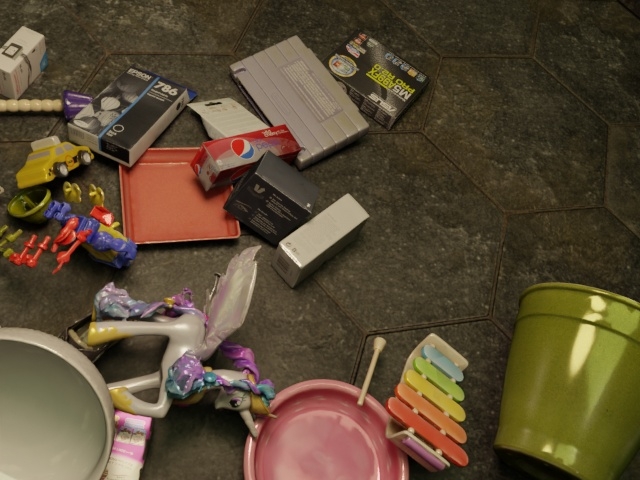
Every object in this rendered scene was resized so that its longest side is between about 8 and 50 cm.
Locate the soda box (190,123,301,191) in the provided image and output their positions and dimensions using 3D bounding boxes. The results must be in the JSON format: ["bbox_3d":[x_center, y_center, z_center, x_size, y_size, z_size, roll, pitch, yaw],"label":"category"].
[{"bbox_3d":[-0.175,-0.202,1.561,0.263,0.092,0.083,-23,74,-43],"label":"soda box"}]

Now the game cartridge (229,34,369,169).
[{"bbox_3d":[-0.056,-0.375,1.738,0.230,0.068,0.355,-28,72,-21],"label":"game cartridge"}]

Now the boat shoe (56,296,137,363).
[{"bbox_3d":[-0.478,0.210,1.282,0.103,0.092,0.285,41,59,10],"label":"boat shoe"}]

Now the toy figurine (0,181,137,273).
[{"bbox_3d":[-0.508,0.014,1.371,0.363,0.217,0.191,8,65,40],"label":"toy figurine"}]

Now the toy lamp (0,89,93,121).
[{"bbox_3d":[-0.682,-0.318,1.540,0.275,0.080,0.080,-4,62,-14],"label":"toy lamp"}]

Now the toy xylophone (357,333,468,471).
[{"bbox_3d":[0.202,0.323,1.352,0.236,0.081,0.322,34,37,-13],"label":"toy xylophone"}]

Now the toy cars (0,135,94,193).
[{"bbox_3d":[-0.671,-0.138,1.376,0.394,0.176,0.087,-28,111,-28],"label":"toy cars"}]

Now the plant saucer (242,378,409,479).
[{"bbox_3d":[0.007,0.447,1.288,0.332,0.084,0.332,7,59,-12],"label":"plant saucer"}]

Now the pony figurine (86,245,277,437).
[{"bbox_3d":[-0.254,0.191,1.246,0.364,0.303,0.351,8,69,-17],"label":"pony figurine"}]

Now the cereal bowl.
[{"bbox_3d":[-0.508,0.296,1.075,0.339,0.141,0.339,-1,100,-7],"label":"cereal bowl"}]

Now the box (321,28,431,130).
[{"bbox_3d":[0.152,-0.467,1.866,0.270,0.060,0.216,37,58,7],"label":"box"}]

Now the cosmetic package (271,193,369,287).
[{"bbox_3d":[0.000,0.000,1.524,0.231,0.117,0.085,-36,76,-28],"label":"cosmetic package"}]

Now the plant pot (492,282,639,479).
[{"bbox_3d":[0.539,0.337,1.374,0.366,0.366,0.353,29,70,2],"label":"plant pot"}]

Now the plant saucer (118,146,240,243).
[{"bbox_3d":[-0.335,-0.101,1.529,0.258,0.047,0.259,-4,63,-18],"label":"plant saucer"}]

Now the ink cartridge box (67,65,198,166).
[{"bbox_3d":[-0.446,-0.327,1.585,0.165,0.065,0.332,23,49,5],"label":"ink cartridge box"}]

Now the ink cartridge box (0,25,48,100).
[{"bbox_3d":[-0.735,-0.414,1.562,0.060,0.104,0.180,25,58,-2],"label":"ink cartridge box"}]

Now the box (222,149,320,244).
[{"bbox_3d":[-0.112,-0.096,1.493,0.156,0.158,0.093,36,45,-16],"label":"box"}]

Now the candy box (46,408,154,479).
[{"bbox_3d":[-0.408,0.423,1.192,0.159,0.071,0.233,13,57,-8],"label":"candy box"}]

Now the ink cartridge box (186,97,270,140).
[{"bbox_3d":[-0.237,-0.300,1.663,0.145,0.045,0.179,-22,49,-42],"label":"ink cartridge box"}]
